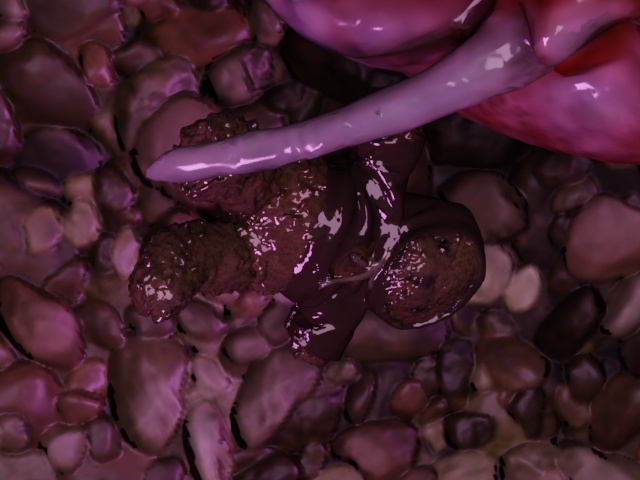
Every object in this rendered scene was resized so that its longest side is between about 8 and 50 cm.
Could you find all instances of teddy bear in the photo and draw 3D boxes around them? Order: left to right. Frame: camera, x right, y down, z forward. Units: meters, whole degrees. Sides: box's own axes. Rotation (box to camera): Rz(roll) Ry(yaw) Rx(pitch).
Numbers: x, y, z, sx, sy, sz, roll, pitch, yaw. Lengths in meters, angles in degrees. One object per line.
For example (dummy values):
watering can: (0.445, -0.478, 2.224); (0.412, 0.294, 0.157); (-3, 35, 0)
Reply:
teddy bear: (-0.005, -0.004, 0.466); (0.160, 0.078, 0.119); (13, 110, -32)

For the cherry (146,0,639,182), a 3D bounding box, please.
cherry: (0.099, -0.191, 0.352); (0.291, 0.326, 0.335); (-3, 93, 32)
